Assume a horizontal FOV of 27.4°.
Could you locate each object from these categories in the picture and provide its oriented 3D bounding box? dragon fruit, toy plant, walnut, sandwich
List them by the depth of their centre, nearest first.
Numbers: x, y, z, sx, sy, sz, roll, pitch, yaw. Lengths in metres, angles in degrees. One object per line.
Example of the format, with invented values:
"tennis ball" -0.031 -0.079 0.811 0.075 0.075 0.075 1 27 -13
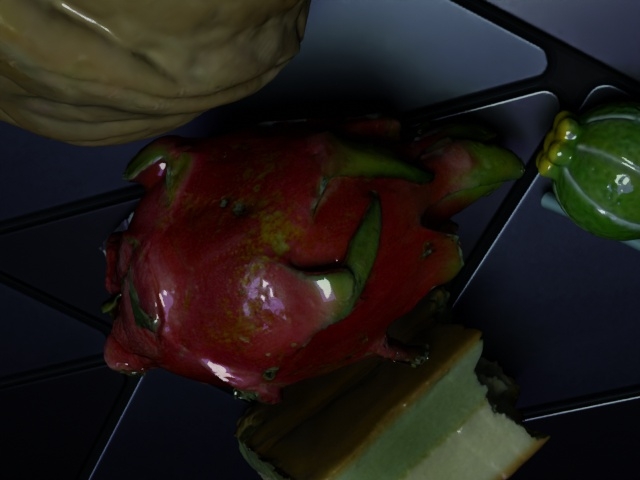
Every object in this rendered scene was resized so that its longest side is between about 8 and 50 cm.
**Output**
"walnut" -0.135 -0.196 0.724 0.313 0.252 0.277 34 106 -22
"dragon fruit" -0.009 0.004 0.842 0.200 0.269 0.198 -23 90 47
"toy plant" 0.218 -0.033 0.844 0.162 0.093 0.093 25 117 -4
"sandwich" 0.047 0.128 0.945 0.186 0.220 0.108 -41 105 -14

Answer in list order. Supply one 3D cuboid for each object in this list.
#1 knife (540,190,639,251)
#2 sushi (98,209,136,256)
"knife" 0.245 0.013 0.899 0.210 0.028 0.015 25 85 -5
"sushi" -0.076 0.006 0.944 0.120 0.026 0.126 -42 97 22
